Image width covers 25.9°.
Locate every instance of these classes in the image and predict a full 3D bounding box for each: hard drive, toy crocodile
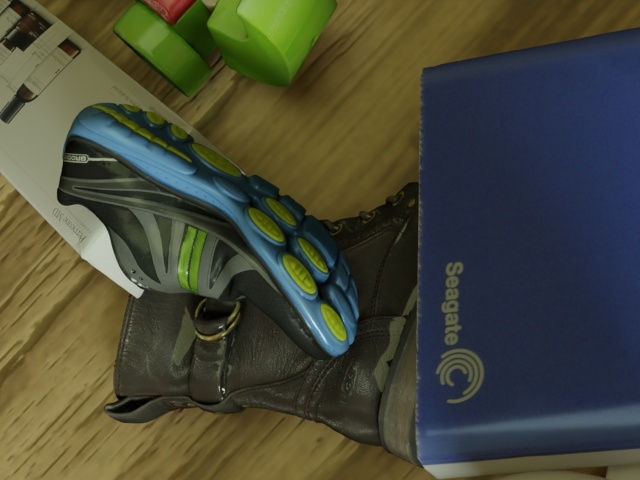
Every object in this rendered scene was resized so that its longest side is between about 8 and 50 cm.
[{"bbox_3d":[0.199,-0.011,0.621,0.319,0.040,0.210,-8,62,21],"label":"hard drive"},{"bbox_3d":[-0.123,-0.201,0.901,0.115,0.105,0.340,-47,62,-1],"label":"toy crocodile"}]

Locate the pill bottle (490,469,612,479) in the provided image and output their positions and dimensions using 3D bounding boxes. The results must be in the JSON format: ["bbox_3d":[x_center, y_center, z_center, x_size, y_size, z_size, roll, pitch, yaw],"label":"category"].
[{"bbox_3d":[0.103,0.155,0.493,0.117,0.215,0.117,-8,69,21],"label":"pill bottle"}]

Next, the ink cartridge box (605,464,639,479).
[{"bbox_3d":[0.298,0.184,0.594,0.354,0.119,0.207,7,74,24],"label":"ink cartridge box"}]

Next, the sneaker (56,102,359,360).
[{"bbox_3d":[-0.059,0.002,0.730,0.188,0.067,0.078,35,115,11],"label":"sneaker"}]

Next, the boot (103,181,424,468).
[{"bbox_3d":[0.000,0.000,0.796,0.229,0.091,0.263,11,68,32],"label":"boot"}]

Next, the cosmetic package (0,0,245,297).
[{"bbox_3d":[-0.156,-0.070,0.860,0.099,0.060,0.239,-51,48,-1],"label":"cosmetic package"}]
